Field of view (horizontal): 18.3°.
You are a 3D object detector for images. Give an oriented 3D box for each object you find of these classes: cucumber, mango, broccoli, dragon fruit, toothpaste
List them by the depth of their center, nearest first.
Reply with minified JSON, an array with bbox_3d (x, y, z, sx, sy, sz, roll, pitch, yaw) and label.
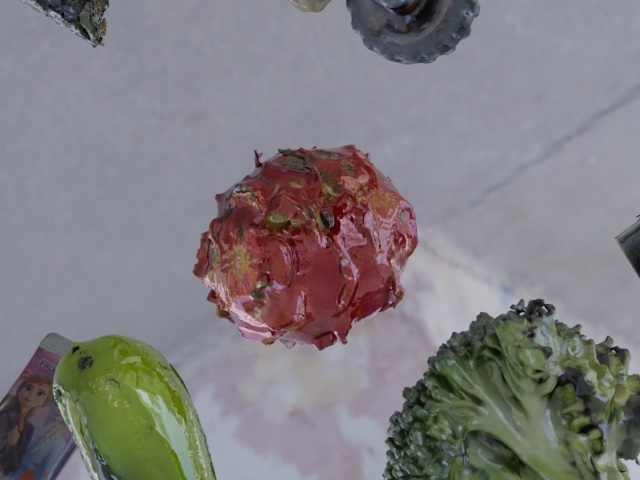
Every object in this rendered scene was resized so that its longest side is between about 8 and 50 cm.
[{"bbox_3d":[-0.098,0.128,1.161,0.074,0.091,0.165,-28,107,-5],"label":"mango"},{"bbox_3d":[-0.228,-0.210,1.523,0.053,0.181,0.053,-48,160,-24],"label":"cucumber"},{"bbox_3d":[-0.270,0.200,1.712,0.266,0.096,0.061,-58,153,-20],"label":"toothpaste"},{"bbox_3d":[0.000,0.000,1.993,0.268,0.210,0.205,-44,163,-51],"label":"dragon fruit"},{"bbox_3d":[0.214,0.234,2.153,0.334,0.272,0.324,-49,171,2],"label":"broccoli"}]

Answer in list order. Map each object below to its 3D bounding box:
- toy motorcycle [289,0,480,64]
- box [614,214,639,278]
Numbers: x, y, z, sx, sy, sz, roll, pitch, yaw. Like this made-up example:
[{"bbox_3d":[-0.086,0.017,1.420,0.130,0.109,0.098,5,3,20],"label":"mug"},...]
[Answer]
[{"bbox_3d":[0.029,-0.207,1.015,0.129,0.229,0.094,8,-178,29],"label":"toy motorcycle"},{"bbox_3d":[0.361,0.007,2.085,0.035,0.083,0.079,-24,168,-39],"label":"box"}]
